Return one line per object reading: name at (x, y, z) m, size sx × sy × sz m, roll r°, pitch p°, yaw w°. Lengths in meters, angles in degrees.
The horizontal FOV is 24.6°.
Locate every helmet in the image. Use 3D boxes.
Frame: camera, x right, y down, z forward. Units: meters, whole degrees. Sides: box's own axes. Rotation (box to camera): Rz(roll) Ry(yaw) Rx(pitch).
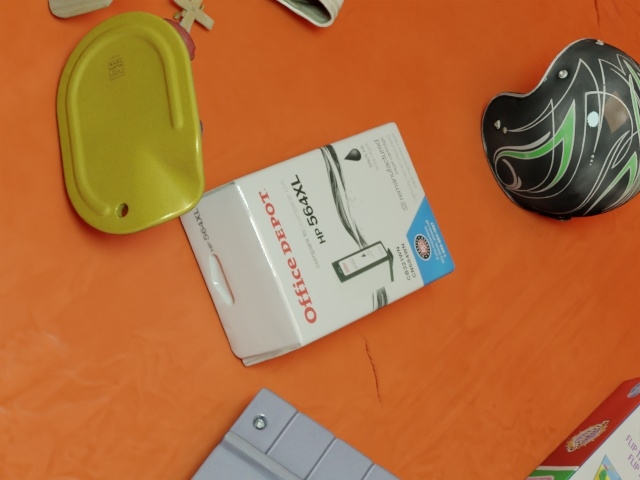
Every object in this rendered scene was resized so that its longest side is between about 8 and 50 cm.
helmet at (0.261, -0.109, 1.459) m, size 0.169 × 0.161 × 0.169 m, roll 14°, pitch 67°, yaw -37°

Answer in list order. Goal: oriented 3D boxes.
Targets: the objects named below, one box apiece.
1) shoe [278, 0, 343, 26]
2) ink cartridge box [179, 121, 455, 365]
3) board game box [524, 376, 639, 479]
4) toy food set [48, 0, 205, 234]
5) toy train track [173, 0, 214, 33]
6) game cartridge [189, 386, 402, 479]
shoe at (-0.058, -0.267, 1.293) m, size 0.219 × 0.076 × 0.058 m, roll 35°, pitch 51°, yaw -30°
ink cartridge box at (0.000, 0.000, 1.249) m, size 0.203 × 0.086 × 0.148 m, roll -25°, pitch 93°, yaw -43°
board game box at (0.295, 0.307, 1.419) m, size 0.316 × 0.064 × 0.242 m, roll -33°, pitch 98°, yaw -42°
toy food set at (-0.137, -0.104, 1.151) m, size 0.071 × 0.128 × 0.217 m, roll 21°, pitch 57°, yaw -58°
toy train track at (-0.119, -0.182, 1.256) m, size 0.048 × 0.014 × 0.083 m, roll 38°, pitch 60°, yaw -35°
game cartridge at (-0.043, 0.294, 1.071) m, size 0.230 × 0.068 × 0.355 m, roll 31°, pitch 51°, yaw 10°
